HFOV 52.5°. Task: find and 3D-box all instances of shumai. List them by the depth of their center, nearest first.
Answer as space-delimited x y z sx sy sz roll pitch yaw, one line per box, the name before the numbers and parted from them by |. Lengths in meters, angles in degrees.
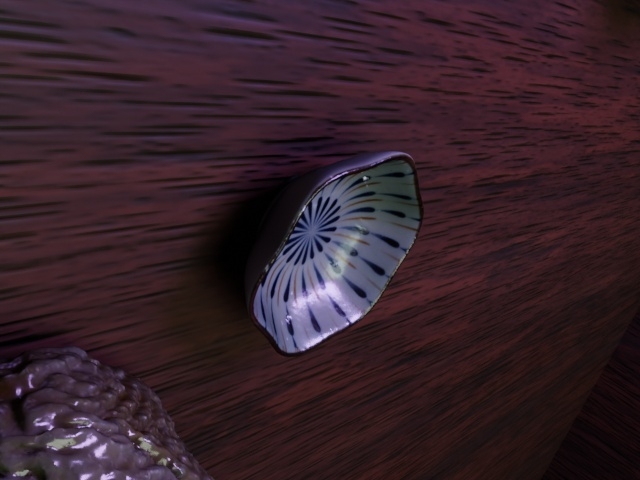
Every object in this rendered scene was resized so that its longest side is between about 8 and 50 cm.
shumai | -0.165 0.179 0.405 0.175 0.166 0.206 -44 121 -2

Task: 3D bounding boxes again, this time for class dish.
dish | 0.000 0.000 0.532 0.190 0.066 0.191 -32 142 -29
